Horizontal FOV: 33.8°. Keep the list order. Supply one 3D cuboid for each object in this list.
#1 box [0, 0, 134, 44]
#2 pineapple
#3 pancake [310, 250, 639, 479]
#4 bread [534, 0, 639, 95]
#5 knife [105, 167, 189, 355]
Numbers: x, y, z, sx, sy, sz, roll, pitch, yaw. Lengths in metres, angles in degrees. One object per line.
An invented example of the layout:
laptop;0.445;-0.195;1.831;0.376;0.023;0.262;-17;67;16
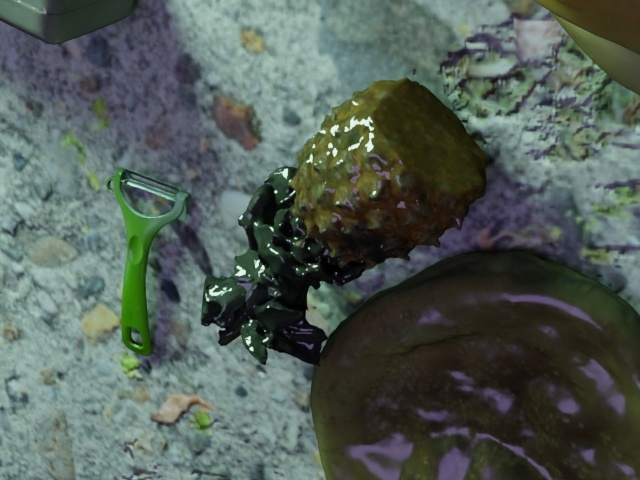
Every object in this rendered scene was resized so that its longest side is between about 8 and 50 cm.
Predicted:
box;-0.255;-0.220;0.769;0.244;0.103;0.055;28;126;17
pineapple;0.000;0.000;0.712;0.111;0.119;0.237;26;132;-26
pancake;0.119;0.141;0.741;0.294;0.049;0.294;10;112;25
bread;0.263;-0.198;0.405;0.424;0.245;0.329;-21;99;30
knife;-0.149;0.024;0.860;0.078;0.022;0.166;23;118;25
